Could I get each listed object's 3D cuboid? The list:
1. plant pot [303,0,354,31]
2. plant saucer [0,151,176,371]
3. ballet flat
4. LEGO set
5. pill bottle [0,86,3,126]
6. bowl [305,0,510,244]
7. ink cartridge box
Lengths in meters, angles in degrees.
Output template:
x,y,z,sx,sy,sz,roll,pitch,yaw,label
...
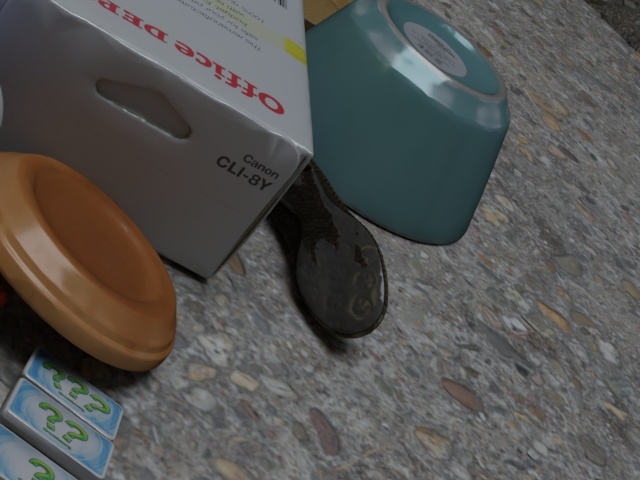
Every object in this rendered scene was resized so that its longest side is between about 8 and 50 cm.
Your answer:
x,y,z,sx,sy,sz,roll,pitch,yaw,label
-0.032,-0.335,1.718,0.236,0.032,0.236,29,28,-17,plant pot
-0.172,0.007,0.934,0.200,0.037,0.200,46,12,-13,plant saucer
0.000,0.000,1.200,0.250,0.084,0.058,59,-3,40,ballet flat
-0.218,0.057,0.787,0.244,0.060,0.182,39,13,-10,LEGO set
-0.327,-0.157,0.912,0.152,0.152,0.272,16,30,-38,pill bottle
0.093,-0.160,1.457,0.312,0.163,0.311,30,28,-19,bowl
-0.167,-0.181,1.156,0.279,0.160,0.384,29,28,-20,ink cartridge box
